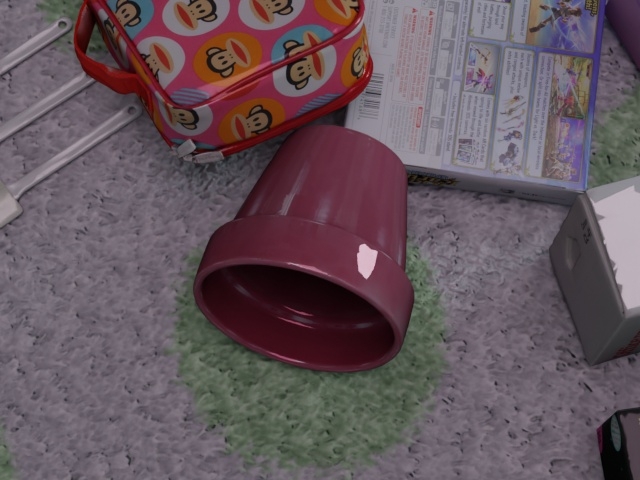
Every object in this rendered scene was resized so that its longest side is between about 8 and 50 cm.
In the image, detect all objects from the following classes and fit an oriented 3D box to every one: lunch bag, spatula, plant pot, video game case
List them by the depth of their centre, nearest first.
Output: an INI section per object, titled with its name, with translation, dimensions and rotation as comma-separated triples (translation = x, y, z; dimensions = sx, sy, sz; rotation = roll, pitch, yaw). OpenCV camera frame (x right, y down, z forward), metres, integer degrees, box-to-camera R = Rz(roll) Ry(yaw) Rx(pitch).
[plant pot]
translation = 0.000, 0.000, 1.576
dimensions = 0.201, 0.201, 0.180
rotation = 15, 59, 3
[lunch bag]
translation = -0.112, -0.219, 1.621
dimensions = 0.258, 0.120, 0.293
rotation = -25, 55, -9
[spatula]
translation = -0.317, -0.116, 1.681
dimensions = 0.242, 0.019, 0.168
rotation = -36, 77, -10
[video game case]
translation = 0.156, -0.183, 1.683
dimensions = 0.244, 0.061, 0.269
rotation = 8, 75, 2

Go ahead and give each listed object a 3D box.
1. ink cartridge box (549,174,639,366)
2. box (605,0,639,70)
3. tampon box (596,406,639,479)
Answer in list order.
[ink cartridge box]
translation = 0.389, 0.001, 1.553
dimensions = 0.306, 0.226, 0.131
rotation = -16, 74, -4
[box]
translation = 0.447, -0.213, 1.661
dimensions = 0.243, 0.117, 0.213
rotation = -27, 78, -12
[tampon box]
translation = 0.325, 0.236, 1.542
dimensions = 0.102, 0.120, 0.161
rotation = -8, 75, -3
